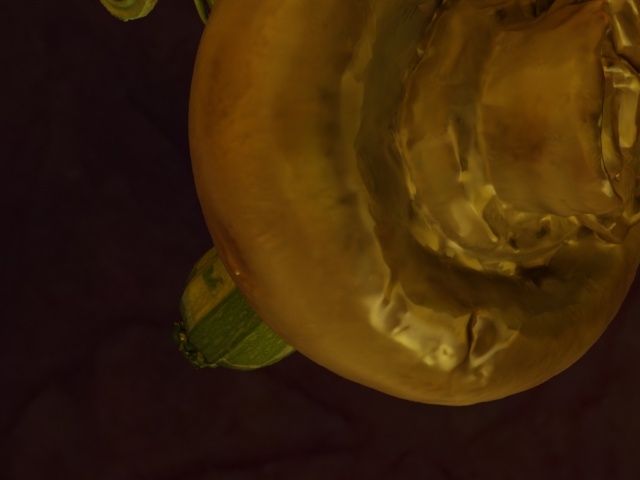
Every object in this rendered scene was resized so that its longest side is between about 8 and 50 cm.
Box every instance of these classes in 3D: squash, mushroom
[{"bbox_3d":[0.000,0.000,0.965,0.068,0.219,0.077,50,-145,1],"label":"squash"},{"bbox_3d":[0.057,-0.044,0.786,0.178,0.226,0.226,15,160,48],"label":"mushroom"}]

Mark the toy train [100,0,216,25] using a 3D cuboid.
[{"bbox_3d":[-0.059,-0.257,1.323,0.304,0.150,0.221,18,120,48],"label":"toy train"}]
